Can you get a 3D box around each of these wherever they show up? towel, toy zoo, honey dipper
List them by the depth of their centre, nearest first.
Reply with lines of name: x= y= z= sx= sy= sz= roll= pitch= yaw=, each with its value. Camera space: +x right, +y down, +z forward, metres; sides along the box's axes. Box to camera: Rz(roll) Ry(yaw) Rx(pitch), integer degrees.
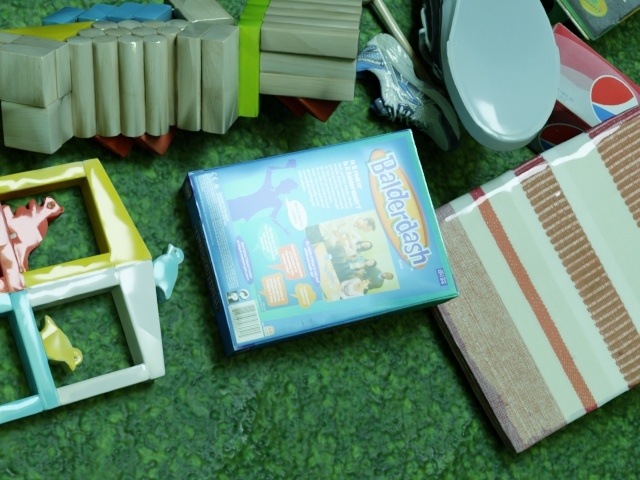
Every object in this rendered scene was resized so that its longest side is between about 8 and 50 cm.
toy zoo: x=-0.246 y=0.045 z=0.912 sx=0.293 sy=0.030 sz=0.192 roll=-15 pitch=81 yaw=-29
towel: x=0.263 y=0.022 z=1.100 sx=0.329 sy=0.037 sz=0.237 roll=-27 pitch=88 yaw=-9
honey dipper: x=0.076 y=-0.204 z=1.148 sx=0.030 sy=0.030 sz=0.160 roll=-33 pitch=94 yaw=-30

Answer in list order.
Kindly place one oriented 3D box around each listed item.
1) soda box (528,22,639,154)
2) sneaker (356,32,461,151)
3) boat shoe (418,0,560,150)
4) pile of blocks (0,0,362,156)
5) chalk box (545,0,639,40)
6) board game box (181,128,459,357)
soda box: x=0.305 y=-0.101 z=1.188 sx=0.263 sy=0.092 sz=0.083 roll=35 pitch=62 yaw=-12
sneaker: x=0.079 y=-0.133 z=1.119 sx=0.058 sy=0.052 sz=0.135 roll=-40 pitch=86 yaw=-20
boat shoe: x=0.145 y=-0.203 z=1.117 sx=0.113 sy=0.105 sz=0.306 roll=-4 pitch=61 yaw=-16
pile of blocks: x=-0.129 y=-0.139 z=1.000 sx=0.362 sy=0.149 sz=0.112 roll=-7 pitch=121 yaw=-18
chalk box: x=0.298 y=-0.301 z=1.204 sx=0.132 sy=0.213 sz=0.132 roll=53 pitch=27 yaw=-5
board game box: x=0.000 y=0.000 z=1.016 sx=0.210 sy=0.047 sz=0.160 roll=-12 pitch=80 yaw=-17
